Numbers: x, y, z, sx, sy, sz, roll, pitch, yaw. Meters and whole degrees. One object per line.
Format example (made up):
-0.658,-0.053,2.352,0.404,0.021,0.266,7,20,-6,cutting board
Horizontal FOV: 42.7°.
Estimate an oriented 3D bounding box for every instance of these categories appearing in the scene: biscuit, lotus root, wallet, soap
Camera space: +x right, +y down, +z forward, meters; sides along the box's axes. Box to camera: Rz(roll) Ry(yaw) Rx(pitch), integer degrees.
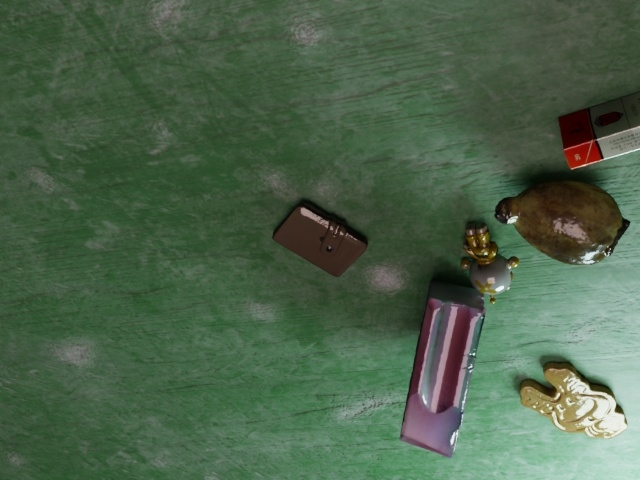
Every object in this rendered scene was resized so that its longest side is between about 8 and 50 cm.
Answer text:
0.517,0.333,1.653,0.236,0.040,0.144,34,132,-13,biscuit
0.391,-0.036,1.327,0.214,0.138,0.138,17,129,-2,lotus root
0.000,0.000,1.483,0.153,0.038,0.118,32,129,-12,wallet
0.224,0.243,1.521,0.109,0.193,0.323,10,103,9,soap

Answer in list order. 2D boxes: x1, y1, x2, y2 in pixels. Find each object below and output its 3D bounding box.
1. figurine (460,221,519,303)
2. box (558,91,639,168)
0.295,0.036,1.438,0.101,0.068,0.143,17,130,18,figurine
0.440,-0.169,1.228,0.152,0.100,0.048,-15,121,21,box
